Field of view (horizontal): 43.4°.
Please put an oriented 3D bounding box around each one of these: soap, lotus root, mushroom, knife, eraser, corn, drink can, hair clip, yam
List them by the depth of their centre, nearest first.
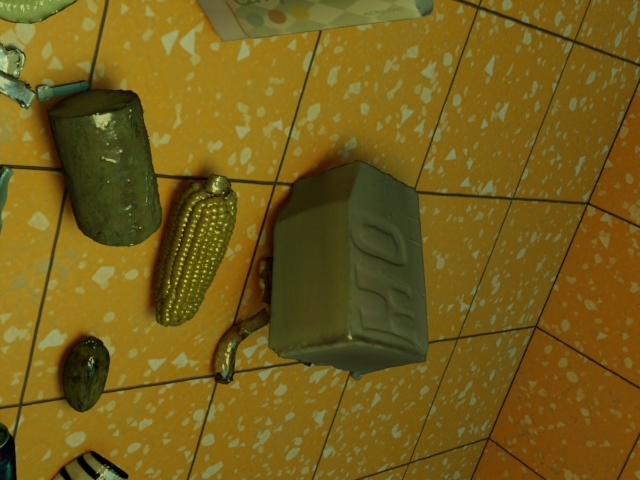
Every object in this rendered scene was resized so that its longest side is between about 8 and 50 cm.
[{"bbox_3d":[-0.527,-0.266,1.259,0.172,0.049,0.116,33,86,-48],"label":"hair clip"},{"bbox_3d":[-0.441,-0.259,1.378,0.096,0.010,0.027,-21,130,-38],"label":"knife"},{"bbox_3d":[-0.023,-0.438,1.397,0.213,0.396,0.082,56,41,-48],"label":"eraser"},{"bbox_3d":[-0.565,-0.030,1.397,0.028,0.015,0.210,-3,117,-51],"label":"knife"},{"bbox_3d":[-0.374,-0.134,1.412,0.161,0.161,0.268,-29,135,-30],"label":"yam"},{"bbox_3d":[-0.646,0.453,1.550,0.118,0.118,0.205,-13,124,-40],"label":"drink can"},{"bbox_3d":[-0.477,0.270,1.629,0.089,0.080,0.179,-18,132,-54],"label":"lotus root"},{"bbox_3d":[-0.262,0.022,1.649,0.130,0.130,0.347,3,115,-46],"label":"corn"},{"bbox_3d":[0.075,0.065,1.803,0.350,0.212,0.436,24,58,-46],"label":"soap"},{"bbox_3d":[-0.139,0.178,1.862,0.301,0.233,0.208,-26,176,-16],"label":"mushroom"}]

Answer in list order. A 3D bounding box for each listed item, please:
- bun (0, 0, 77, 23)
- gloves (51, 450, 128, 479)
[{"bbox_3d":[-0.438,-0.422,1.186,0.195,0.118,0.196,-16,133,-17],"label":"bun"},{"bbox_3d":[-0.527,0.572,1.742,0.219,0.131,0.140,-55,139,-17],"label":"gloves"}]
